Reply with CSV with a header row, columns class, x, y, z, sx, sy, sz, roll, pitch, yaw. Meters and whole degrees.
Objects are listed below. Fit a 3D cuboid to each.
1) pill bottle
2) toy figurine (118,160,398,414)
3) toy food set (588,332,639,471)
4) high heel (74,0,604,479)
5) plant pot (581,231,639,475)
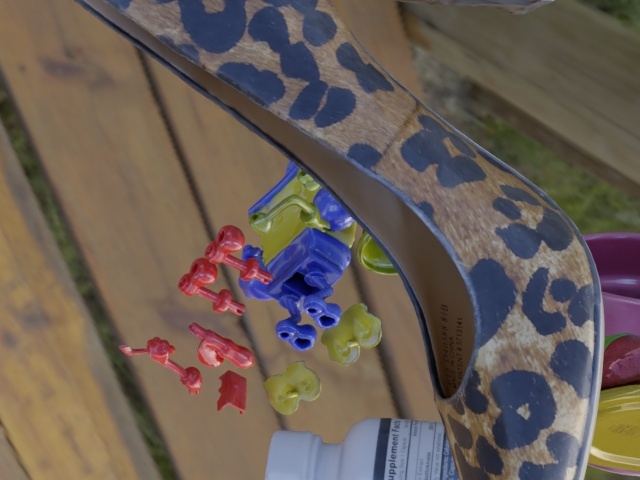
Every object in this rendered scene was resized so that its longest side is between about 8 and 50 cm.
class,x,y,z,sx,sy,sz,roll,pitch,yaw
pill bottle,0.058,0.162,1.089,0.180,0.108,0.108,4,117,5
toy figurine,-0.019,-0.026,1.687,0.191,0.217,0.362,26,131,-25
toy food set,0.215,0.094,1.154,0.218,0.071,0.128,11,150,-18
high heel,0.000,0.000,0.648,0.186,0.093,0.261,-1,78,-17
plant pot,0.288,0.106,1.645,0.201,0.201,0.180,-7,111,-28
